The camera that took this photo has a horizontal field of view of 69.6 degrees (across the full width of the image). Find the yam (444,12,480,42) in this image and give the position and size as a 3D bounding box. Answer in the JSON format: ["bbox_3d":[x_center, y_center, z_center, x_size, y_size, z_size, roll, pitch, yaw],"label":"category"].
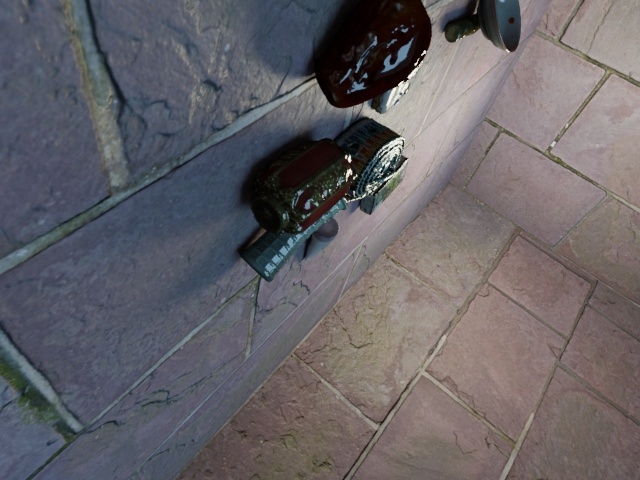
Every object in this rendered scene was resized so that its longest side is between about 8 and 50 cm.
[{"bbox_3d":[0.480,-0.703,1.519,0.253,0.061,0.061,-40,160,-42],"label":"yam"}]

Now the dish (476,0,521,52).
[{"bbox_3d":[0.585,-0.752,1.535,0.260,0.085,0.261,0,90,-49],"label":"dish"}]

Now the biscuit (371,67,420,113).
[{"bbox_3d":[0.232,-0.465,1.337,0.208,0.049,0.181,-43,163,-29],"label":"biscuit"}]

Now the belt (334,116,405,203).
[{"bbox_3d":[0.137,-0.233,1.353,0.295,0.160,0.207,-32,154,-55],"label":"belt"}]

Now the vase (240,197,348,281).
[{"bbox_3d":[-0.074,-0.030,1.240,0.299,0.143,0.143,-48,164,-10],"label":"vase"}]

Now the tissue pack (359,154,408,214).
[{"bbox_3d":[0.259,-0.230,1.887,0.235,0.073,0.173,-48,164,-18],"label":"tissue pack"}]

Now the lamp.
[{"bbox_3d":[-0.038,-0.128,1.074,0.274,0.177,0.177,-40,160,-35],"label":"lamp"}]

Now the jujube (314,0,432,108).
[{"bbox_3d":[0.105,-0.385,0.943,0.255,0.190,0.190,-36,165,1],"label":"jujube"}]

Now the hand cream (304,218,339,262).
[{"bbox_3d":[0.000,0.000,1.650,0.133,0.083,0.248,-45,173,-20],"label":"hand cream"}]
